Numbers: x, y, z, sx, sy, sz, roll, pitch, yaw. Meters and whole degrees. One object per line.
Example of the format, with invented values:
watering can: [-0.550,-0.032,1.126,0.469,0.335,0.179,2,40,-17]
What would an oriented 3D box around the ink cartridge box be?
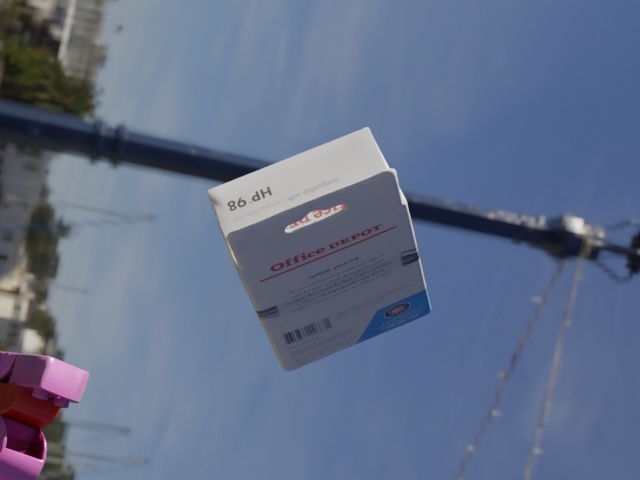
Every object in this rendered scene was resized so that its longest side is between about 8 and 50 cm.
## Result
ink cartridge box: [0.000,0.000,0.877,0.180,0.104,0.060,72,-4,-59]

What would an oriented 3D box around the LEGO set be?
LEGO set: [-0.203,0.073,0.555,0.227,0.087,0.093,0,-112,43]
